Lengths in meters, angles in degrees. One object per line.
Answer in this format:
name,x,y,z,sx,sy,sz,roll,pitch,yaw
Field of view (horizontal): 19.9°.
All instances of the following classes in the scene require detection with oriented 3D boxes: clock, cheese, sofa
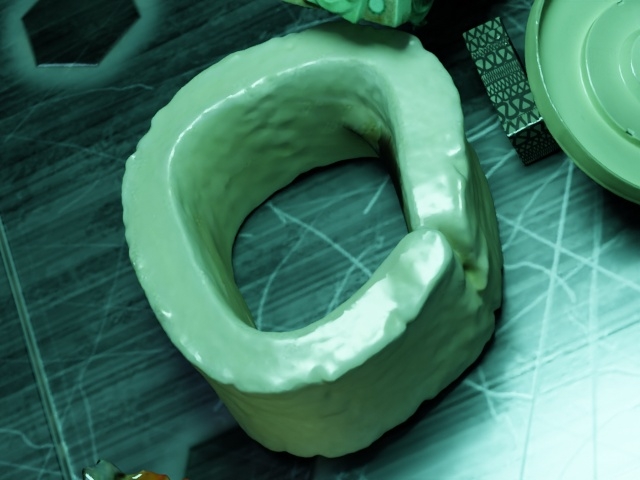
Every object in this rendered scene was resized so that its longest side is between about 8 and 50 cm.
clock,0.275,-0.137,1.467,0.235,0.029,0.235,7,69,-18
cheese,0.002,-0.002,1.487,0.292,0.153,0.332,-21,58,6
sofa,0.164,-0.128,1.558,0.039,0.060,0.118,-26,58,11

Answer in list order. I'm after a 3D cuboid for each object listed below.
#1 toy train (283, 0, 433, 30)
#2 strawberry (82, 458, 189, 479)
toy train,0.085,-0.284,1.542,0.129,0.159,0.326,19,30,25
strawberry,-0.078,0.268,1.348,0.306,0.233,0.138,14,96,18
